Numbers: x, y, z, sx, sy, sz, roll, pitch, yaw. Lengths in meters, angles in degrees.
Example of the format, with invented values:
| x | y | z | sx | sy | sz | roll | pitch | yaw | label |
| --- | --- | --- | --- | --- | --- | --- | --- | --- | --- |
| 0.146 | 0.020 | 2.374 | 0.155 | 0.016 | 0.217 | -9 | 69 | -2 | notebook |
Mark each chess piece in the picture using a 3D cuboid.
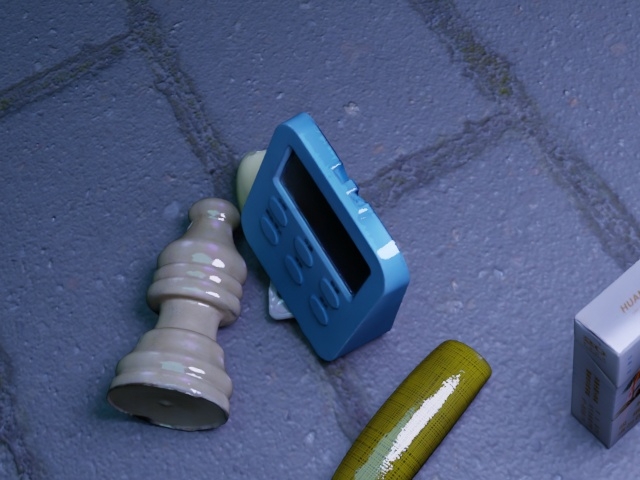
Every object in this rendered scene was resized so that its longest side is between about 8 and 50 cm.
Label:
| x | y | z | sx | sy | sz | roll | pitch | yaw | label |
| --- | --- | --- | --- | --- | --- | --- | --- | --- | --- |
| -0.154 | 0.075 | 1.309 | 0.138 | 0.124 | 0.307 | -20 | 45 | 38 | chess piece |

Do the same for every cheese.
| x | y | z | sx | sy | sz | roll | pitch | yaw | label |
| --- | --- | --- | --- | --- | --- | --- | --- | --- | --- |
| -0.047 | -0.011 | 1.370 | 0.127 | 0.050 | 0.256 | -8 | 58 | 5 | cheese |

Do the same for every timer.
| x | y | z | sx | sy | sz | roll | pitch | yaw | label |
| --- | --- | --- | --- | --- | --- | --- | --- | --- | --- |
| 0.000 | 0.000 | 1.203 | 0.091 | 0.250 | 0.232 | -27 | 71 | -17 | timer |

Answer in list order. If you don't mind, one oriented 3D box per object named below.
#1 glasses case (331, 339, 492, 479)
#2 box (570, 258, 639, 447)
| x | y | z | sx | sy | sz | roll | pitch | yaw | label |
| --- | --- | --- | --- | --- | --- | --- | --- | --- | --- |
| 0.102 | 0.210 | 1.184 | 0.079 | 0.064 | 0.234 | 34 | 70 | 21 | glasses case |
| 0.336 | 0.108 | 1.092 | 0.149 | 0.233 | 0.067 | -40 | 58 | -14 | box |
